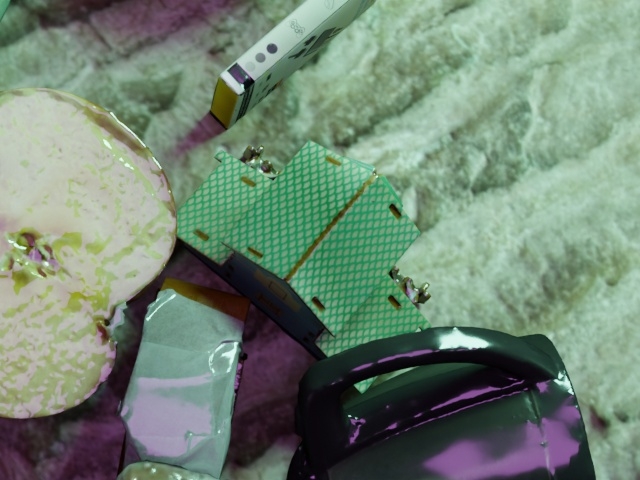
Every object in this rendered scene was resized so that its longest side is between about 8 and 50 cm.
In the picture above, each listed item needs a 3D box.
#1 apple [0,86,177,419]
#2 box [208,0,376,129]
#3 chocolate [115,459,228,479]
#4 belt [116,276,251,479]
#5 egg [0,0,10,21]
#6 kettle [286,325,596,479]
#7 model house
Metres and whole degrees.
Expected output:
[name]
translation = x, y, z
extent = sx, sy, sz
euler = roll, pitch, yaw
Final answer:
[apple]
translation = -0.278, 0.011, 1.279
extent = 0.251, 0.163, 0.293
euler = 40, 81, -11
[box]
translation = -0.009, -0.214, 1.376
extent = 0.247, 0.129, 0.033
euler = -42, 88, -12
[chocolate]
translation = -0.132, 0.336, 1.181
extent = 0.185, 0.303, 0.100
euler = 16, 33, -15
[belt]
translation = -0.132, 0.168, 1.255
extent = 0.105, 0.184, 0.261
euler = 14, 81, -4
[egg]
translation = -0.437, -0.245, 1.232
extent = 0.276, 0.276, 0.389
euler = 46, 45, 3
[kettle]
translation = 0.101, 0.207, 1.257
extent = 0.271, 0.251, 0.207
euler = -12, 73, -2
[model house]
translation = 0.000, 0.000, 1.295
extent = 0.271, 0.206, 0.178
euler = 43, 77, 3
